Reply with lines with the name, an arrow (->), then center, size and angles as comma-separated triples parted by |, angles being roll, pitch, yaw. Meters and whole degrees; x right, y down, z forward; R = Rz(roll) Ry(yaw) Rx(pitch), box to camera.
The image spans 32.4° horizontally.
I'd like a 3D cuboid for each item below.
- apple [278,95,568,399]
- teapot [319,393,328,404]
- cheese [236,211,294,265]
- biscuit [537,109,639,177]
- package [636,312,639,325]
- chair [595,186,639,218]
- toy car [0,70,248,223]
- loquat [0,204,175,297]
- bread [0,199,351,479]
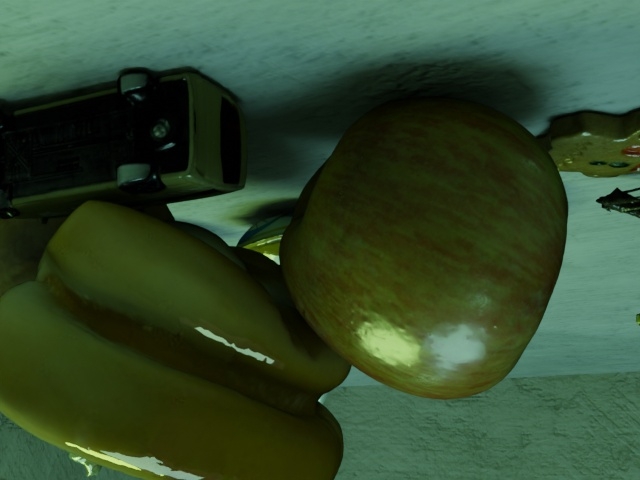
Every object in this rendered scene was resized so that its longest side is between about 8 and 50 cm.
apple -> 0.087, -0.001, 0.964 | 0.264, 0.264, 0.264 | 0, 167, 0
teapot -> -0.175, 0.195, 1.893 | 0.424, 0.280, 0.252 | 15, -150, 25
cheese -> 0.000, 0.000, 1.378 | 0.270, 0.069, 0.177 | -15, 168, 17
biscuit -> 0.320, -0.087, 1.065 | 0.225, 0.036, 0.166 | 2, 166, -9
package -> 0.675, 0.135, 1.923 | 0.226, 0.090, 0.168 | 3, 165, -1
chair -> 0.405, -0.028, 1.131 | 0.213, 0.149, 0.174 | 35, -162, 13
toy car -> -0.194, -0.073, 0.979 | 0.256, 0.101, 0.124 | -8, 167, 27
loquat -> -0.261, 0.028, 1.196 | 0.238, 0.193, 0.238 | -14, 163, -5
bread -> -0.140, 0.116, 1.066 | 0.329, 0.245, 0.424 | 2, 166, 30
